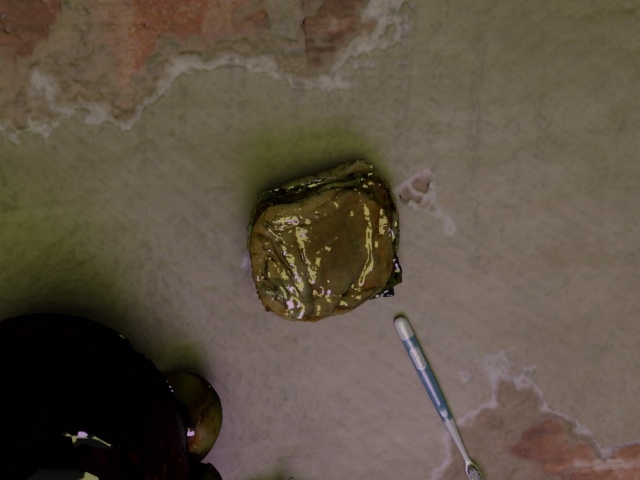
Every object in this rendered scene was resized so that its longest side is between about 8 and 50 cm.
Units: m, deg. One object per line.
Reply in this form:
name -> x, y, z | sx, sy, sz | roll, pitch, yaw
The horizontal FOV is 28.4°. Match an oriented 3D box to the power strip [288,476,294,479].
power strip -> -0.077, 0.408, 1.681 | 0.137, 0.044, 0.216 | 38, 106, 14

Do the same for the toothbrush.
toothbrush -> 0.161, 0.222, 1.691 | 0.019, 0.025, 0.276 | -25, 104, 3

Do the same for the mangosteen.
mangosteen -> -0.298, 0.273, 1.496 | 0.421, 0.381, 0.381 | 7, 103, -19

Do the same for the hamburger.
hamburger -> 0.000, 0.000, 1.588 | 0.206, 0.130, 0.183 | -17, 107, -19
